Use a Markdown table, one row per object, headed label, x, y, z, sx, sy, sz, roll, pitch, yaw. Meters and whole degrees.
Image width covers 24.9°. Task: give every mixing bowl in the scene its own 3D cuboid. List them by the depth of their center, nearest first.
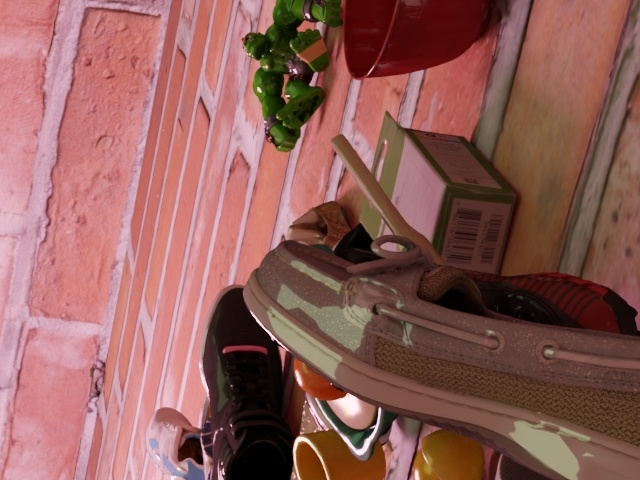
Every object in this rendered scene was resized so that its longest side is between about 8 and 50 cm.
| label | x | y | z | sx | sy | sz | roll | pitch | yaw |
| --- | --- | --- | --- | --- | --- | --- | --- | --- | --- |
| mixing bowl | 0.091 | -0.220 | 1.249 | 0.181 | 0.098 | 0.181 | -172 | 90 | -75 |

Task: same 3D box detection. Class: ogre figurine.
| label | x | y | z | sx | sy | sz | roll | pitch | yaw |
| --- | --- | --- | --- | --- | --- | --- | --- | --- | --- |
| ogre figurine | -0.037 | -0.218 | 1.775 | 0.118 | 0.097 | 0.197 | 48 | 146 | 49 |

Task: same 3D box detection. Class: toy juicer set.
| label | x | y | z | sx | sy | sz | roll | pitch | yaw |
| --- | --- | --- | --- | --- | --- | --- | --- | --- | --- |
| toy juicer set | 0.040 | 0.109 | 1.113 | 0.209 | 0.089 | 0.329 | 40 | 139 | 50 |

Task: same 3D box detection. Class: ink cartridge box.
| label | x | y | z | sx | sy | sz | roll | pitch | yaw |
| --- | --- | --- | --- | --- | --- | --- | --- | --- | --- |
| ink cartridge box | 0.093 | -0.026 | 1.206 | 0.209 | 0.062 | 0.109 | -118 | 37 | -66 |

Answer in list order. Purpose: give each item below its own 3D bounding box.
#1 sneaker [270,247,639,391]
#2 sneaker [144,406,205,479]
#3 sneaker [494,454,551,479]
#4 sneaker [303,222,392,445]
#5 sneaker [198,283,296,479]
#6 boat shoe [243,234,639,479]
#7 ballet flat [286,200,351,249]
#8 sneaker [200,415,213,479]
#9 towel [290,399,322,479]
| label | x | y | z | sx | sy | sz | roll | pitch | yaw |
| --- | --- | --- | --- | --- | --- | --- | --- | --- | --- |
| sneaker | 0.074 | 0.060 | 0.936 | 0.276 | 0.135 | 0.097 | 6 | 89 | 45 |
| sneaker | -0.200 | 0.307 | 2.148 | 0.092 | 0.087 | 0.228 | -69 | 25 | 20 |
| sneaker | 0.135 | 0.211 | 0.954 | 0.061 | 0.054 | 0.152 | 104 | 174 | -59 |
| sneaker | 0.035 | 0.076 | 1.336 | 0.097 | 0.084 | 0.234 | 118 | 156 | -50 |
| sneaker | -0.076 | 0.189 | 1.688 | 0.147 | 0.104 | 0.296 | 147 | 124 | -69 |
| boat shoe | 0.098 | 0.056 | 0.798 | 0.320 | 0.118 | 0.103 | 22 | 97 | 35 |
| ballet flat | 0.000 | 0.000 | 1.545 | 0.206 | 0.067 | 0.073 | -130 | 49 | -72 |
| sneaker | -0.141 | 0.300 | 1.968 | 0.058 | 0.052 | 0.135 | 113 | 160 | -58 |
| towel | -0.004 | 0.216 | 1.523 | 0.110 | 0.027 | 0.148 | -141 | 60 | -75 |
